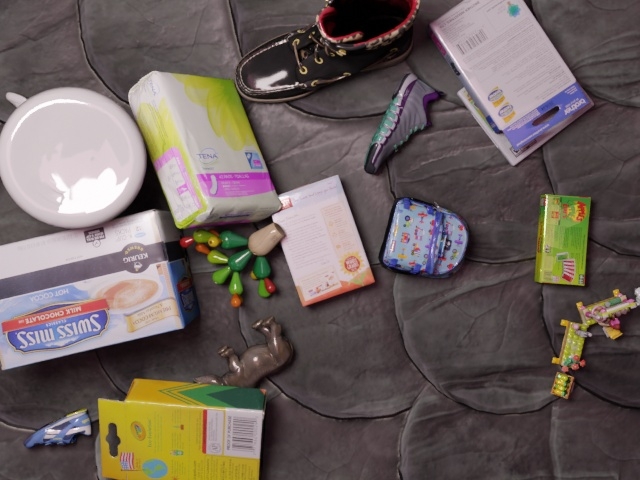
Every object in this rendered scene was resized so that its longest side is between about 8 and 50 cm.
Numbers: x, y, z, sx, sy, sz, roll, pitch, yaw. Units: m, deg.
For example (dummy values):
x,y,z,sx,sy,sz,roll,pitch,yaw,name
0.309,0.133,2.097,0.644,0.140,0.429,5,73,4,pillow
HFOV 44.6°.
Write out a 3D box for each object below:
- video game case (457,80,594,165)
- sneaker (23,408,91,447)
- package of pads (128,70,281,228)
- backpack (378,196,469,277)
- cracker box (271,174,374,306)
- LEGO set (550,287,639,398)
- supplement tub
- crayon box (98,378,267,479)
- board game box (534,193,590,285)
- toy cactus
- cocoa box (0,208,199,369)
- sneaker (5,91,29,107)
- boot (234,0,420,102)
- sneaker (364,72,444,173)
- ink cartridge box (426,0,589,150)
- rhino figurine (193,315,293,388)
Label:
x,y,z,sx,sy,sz,roll,pitch,yaw,name
0.424,-0.293,1.618,0.212,0.023,0.193,-37,90,0,video game case
-0.536,0.397,1.596,0.144,0.053,0.059,-24,92,1,sneaker
-0.221,-0.172,1.489,0.101,0.229,0.296,-29,78,34,package of pads
0.218,0.002,1.571,0.174,0.117,0.158,16,91,-3,backpack
0.000,0.000,1.593,0.156,0.067,0.232,-19,91,0,cracker box
0.560,0.195,1.577,0.287,0.107,0.132,-42,90,0,LEGO set
-0.447,-0.155,1.437,0.241,0.331,0.240,-2,98,-15,supplement tub
-0.271,0.384,1.549,0.319,0.081,0.202,5,114,-1,crayon box
0.497,-0.001,1.608,0.092,0.043,0.181,4,90,-1,board game box
-0.151,0.031,1.544,0.181,0.112,0.219,-38,110,17,toy cactus
-0.435,0.089,1.507,0.348,0.231,0.227,-13,91,-1,cocoa box
-0.584,-0.248,1.596,0.152,0.054,0.061,35,92,-1,sneaker
0.010,-0.375,1.483,0.378,0.284,0.138,-13,90,-1,boot
0.170,-0.226,1.589,0.098,0.083,0.223,25,89,-5,sneaker
0.376,-0.354,1.575,0.186,0.065,0.311,-34,88,0,ink cartridge box
-0.163,0.260,1.588,0.243,0.073,0.106,-37,101,3,rhino figurine
